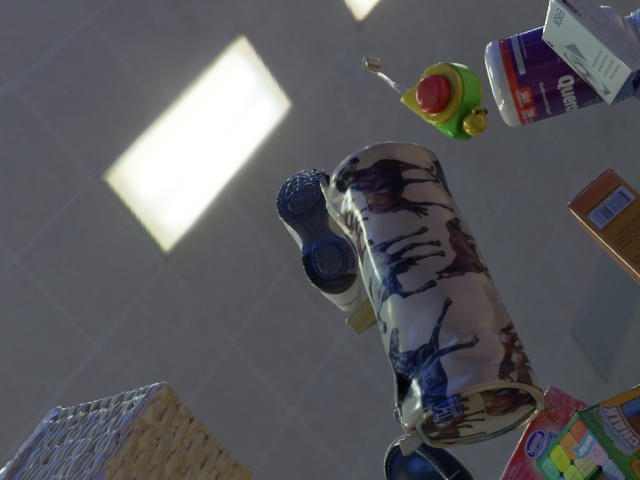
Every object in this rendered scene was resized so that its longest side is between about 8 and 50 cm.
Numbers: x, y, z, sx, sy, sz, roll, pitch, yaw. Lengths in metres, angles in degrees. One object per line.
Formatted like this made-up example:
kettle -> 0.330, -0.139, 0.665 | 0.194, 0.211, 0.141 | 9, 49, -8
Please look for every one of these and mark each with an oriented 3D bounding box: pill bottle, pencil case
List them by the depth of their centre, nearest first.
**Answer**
pencil case -> 0.129, 0.063, 1.298 | 0.160, 0.183, 0.410 | 87, 167, -58
pill bottle -> 0.500, -0.350, 1.982 | 0.181, 0.323, 0.181 | -16, -90, -74

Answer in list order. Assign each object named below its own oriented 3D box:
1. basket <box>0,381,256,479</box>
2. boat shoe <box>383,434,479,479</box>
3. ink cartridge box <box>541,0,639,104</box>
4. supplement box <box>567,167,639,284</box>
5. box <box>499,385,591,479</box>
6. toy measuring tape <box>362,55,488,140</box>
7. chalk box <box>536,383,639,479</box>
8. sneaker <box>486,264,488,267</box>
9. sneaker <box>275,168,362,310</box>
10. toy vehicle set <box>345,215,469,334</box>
basket -> -0.259, 0.411, 1.285 | 0.328, 0.266, 0.331 | 51, -137, -18
boat shoe -> 0.220, 0.539, 1.819 | 0.156, 0.187, 0.500 | 27, -156, -35
ink cartridge box -> 0.433, -0.274, 1.516 | 0.224, 0.045, 0.223 | 45, -177, 10
supplement box -> 0.409, 0.016, 1.225 | 0.078, 0.080, 0.233 | 39, -167, -49
box -> 0.512, 0.506, 2.290 | 0.300, 0.142, 0.154 | -57, -16, -21
toy measuring tape -> 0.196, -0.293, 1.817 | 0.121, 0.330, 0.121 | -22, -45, -24
chalk box -> 0.495, 0.374, 1.662 | 0.289, 0.180, 0.179 | -13, -125, -31
sneaker -> 0.245, 0.023, 2.085 | 0.086, 0.237, 0.085 | -53, -33, 9
sneaker -> 0.000, 0.000, 1.749 | 0.129, 0.111, 0.297 | 66, -173, -52
toy vehicle set -> 0.159, 0.053, 1.788 | 0.035, 0.267, 0.166 | 43, -172, 8
